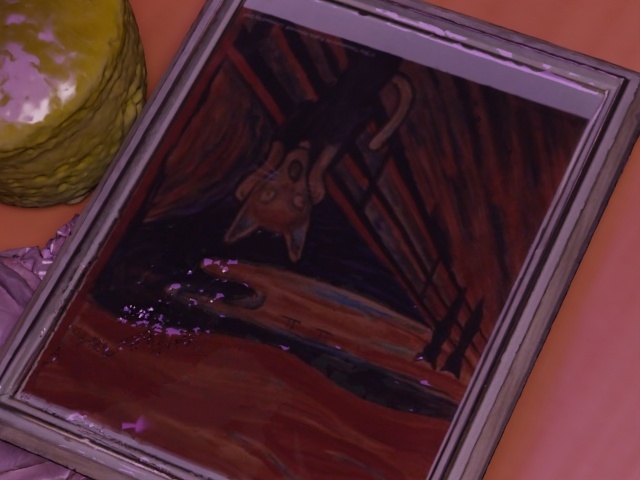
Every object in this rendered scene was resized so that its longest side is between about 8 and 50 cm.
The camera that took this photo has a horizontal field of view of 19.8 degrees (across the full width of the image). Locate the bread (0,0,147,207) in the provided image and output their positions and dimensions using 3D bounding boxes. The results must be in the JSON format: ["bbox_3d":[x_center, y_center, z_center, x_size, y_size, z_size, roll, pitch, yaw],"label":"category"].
[{"bbox_3d":[-0.135,-0.081,0.830,0.111,0.114,0.129,24,77,17],"label":"bread"}]

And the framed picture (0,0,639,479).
[{"bbox_3d":[0.000,0.000,0.791,0.216,0.016,0.273,20,65,15],"label":"framed picture"}]

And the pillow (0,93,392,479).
[{"bbox_3d":[-0.079,0.038,0.816,0.248,0.049,0.135,-29,64,-3],"label":"pillow"}]
